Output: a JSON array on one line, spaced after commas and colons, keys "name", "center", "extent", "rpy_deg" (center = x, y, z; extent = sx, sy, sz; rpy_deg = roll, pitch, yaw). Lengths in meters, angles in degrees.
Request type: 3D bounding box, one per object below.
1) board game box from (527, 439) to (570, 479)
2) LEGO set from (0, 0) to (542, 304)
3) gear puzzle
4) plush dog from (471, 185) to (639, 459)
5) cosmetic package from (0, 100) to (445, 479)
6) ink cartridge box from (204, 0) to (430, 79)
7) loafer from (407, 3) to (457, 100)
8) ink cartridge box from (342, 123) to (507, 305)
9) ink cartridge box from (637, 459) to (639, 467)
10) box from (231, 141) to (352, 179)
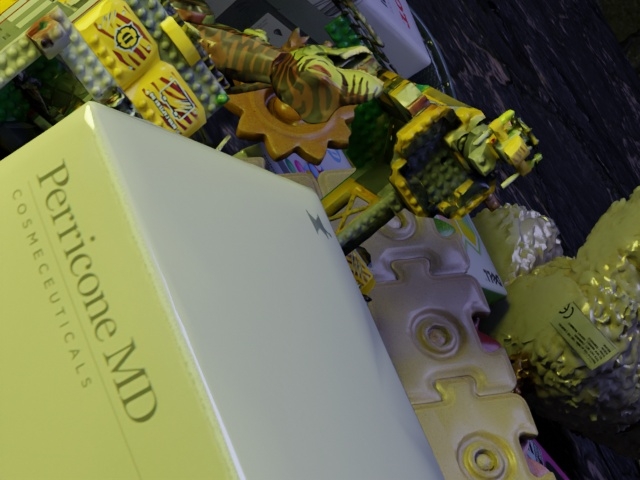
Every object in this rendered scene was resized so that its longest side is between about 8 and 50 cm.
[{"name": "board game box", "center": [0.160, 0.275, 1.146], "extent": [0.303, 0.097, 0.224], "rpy_deg": [50, 21, -28]}, {"name": "LEGO set", "center": [-0.031, -0.061, 0.896], "extent": [0.331, 0.255, 0.192], "rpy_deg": [63, -12, -26]}, {"name": "gear puzzle", "center": [0.006, 0.029, 1.101], "extent": [0.175, 0.044, 0.339], "rpy_deg": [-6, 59, -24]}, {"name": "plush dog", "center": [0.232, 0.096, 1.484], "extent": [0.225, 0.262, 0.210], "rpy_deg": [35, 62, -33]}, {"name": "cosmetic package", "center": [-0.077, 0.121, 0.540], "extent": [0.138, 0.225, 0.224], "rpy_deg": [22, 40, -62]}, {"name": "ink cartridge box", "center": [-0.058, -0.220, 1.306], "extent": [0.273, 0.115, 0.198], "rpy_deg": [34, 30, -53]}, {"name": "loafer", "center": [0.031, -0.168, 1.510], "extent": [0.267, 0.096, 0.084], "rpy_deg": [57, 12, -1]}, {"name": "ink cartridge box", "center": [0.074, 0.005, 1.393], "extent": [0.109, 0.062, 0.209], "rpy_deg": [21, 43, -64]}, {"name": "ink cartridge box", "center": [0.428, 0.311, 1.767], "extent": [0.283, 0.117, 0.207], "rpy_deg": [42, 25, -42]}, {"name": "box", "center": [0.000, 0.000, 1.243], "extent": [0.145, 0.038, 0.186], "rpy_deg": [59, 17, 0]}]
